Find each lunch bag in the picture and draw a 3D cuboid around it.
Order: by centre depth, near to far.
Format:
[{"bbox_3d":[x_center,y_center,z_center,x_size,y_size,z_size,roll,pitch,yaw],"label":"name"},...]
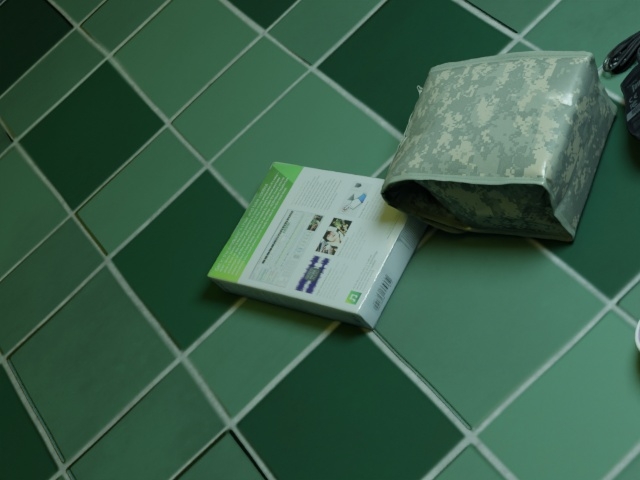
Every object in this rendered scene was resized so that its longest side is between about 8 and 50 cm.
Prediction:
[{"bbox_3d":[0.246,-0.138,1.848,0.287,0.169,0.235,6,61,33],"label":"lunch bag"}]

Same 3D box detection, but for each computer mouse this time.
[{"bbox_3d":[0.497,-0.243,1.796,0.184,0.060,0.262,-47,23,27],"label":"computer mouse"}]

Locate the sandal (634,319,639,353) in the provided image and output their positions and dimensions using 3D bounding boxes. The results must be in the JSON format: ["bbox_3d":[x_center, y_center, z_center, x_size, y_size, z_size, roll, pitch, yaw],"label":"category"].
[{"bbox_3d":[0.543,-0.001,1.549,0.416,0.102,0.169,-44,26,-1],"label":"sandal"}]

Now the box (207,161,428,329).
[{"bbox_3d":[0.000,0.000,1.997,0.322,0.058,0.232,13,65,40],"label":"box"}]
